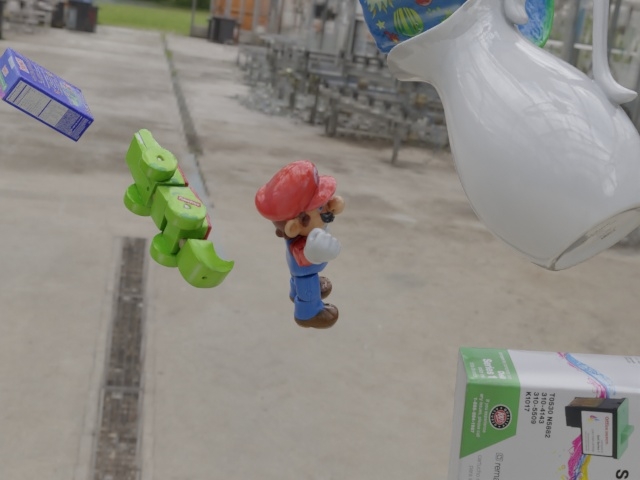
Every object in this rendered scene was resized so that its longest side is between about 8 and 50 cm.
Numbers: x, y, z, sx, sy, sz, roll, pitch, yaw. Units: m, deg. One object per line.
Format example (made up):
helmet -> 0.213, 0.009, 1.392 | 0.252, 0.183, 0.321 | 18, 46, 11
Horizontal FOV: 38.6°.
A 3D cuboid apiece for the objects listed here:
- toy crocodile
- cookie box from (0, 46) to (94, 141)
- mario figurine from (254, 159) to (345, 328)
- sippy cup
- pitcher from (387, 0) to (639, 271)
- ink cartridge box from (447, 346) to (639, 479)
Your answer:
toy crocodile -> -0.250, -0.060, 1.551 | 0.105, 0.115, 0.340 | -1, 43, -36
cookie box -> -0.340, -0.179, 1.118 | 0.107, 0.040, 0.092 | 32, 15, -39
mario figurine -> 0.000, 0.000, 1.602 | 0.170, 0.320, 0.198 | -35, 46, -30
sippy cup -> 0.186, -0.362, 1.315 | 0.224, 0.240, 0.305 | -6, -38, 36
pitcher -> 0.165, -0.100, 0.660 | 0.126, 0.178, 0.207 | -2, 57, -48
ink cartridge box -> 0.308, 0.252, 1.141 | 0.278, 0.201, 0.117 | 3, 15, 2
